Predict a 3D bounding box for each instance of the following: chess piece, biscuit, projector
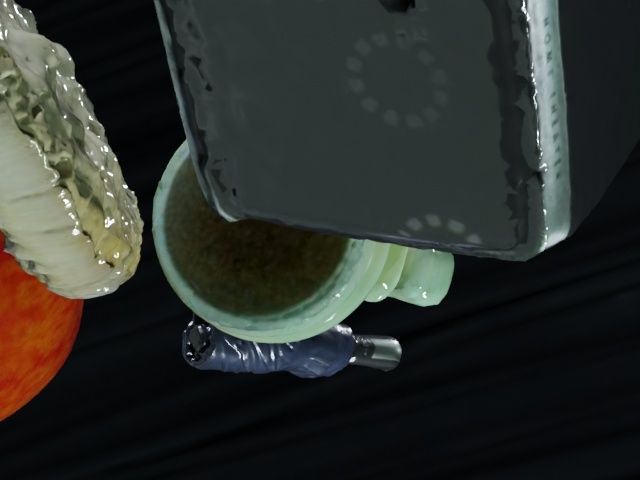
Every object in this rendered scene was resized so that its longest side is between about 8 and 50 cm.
[{"bbox_3d":[0.000,0.000,1.447,0.298,0.175,0.176,20,53,-73],"label":"chess piece"},{"bbox_3d":[-0.161,-0.054,1.060,0.179,0.084,0.281,59,-1,33],"label":"biscuit"},{"bbox_3d":[0.077,-0.256,1.025,0.405,0.242,0.395,-53,141,-45],"label":"projector"}]

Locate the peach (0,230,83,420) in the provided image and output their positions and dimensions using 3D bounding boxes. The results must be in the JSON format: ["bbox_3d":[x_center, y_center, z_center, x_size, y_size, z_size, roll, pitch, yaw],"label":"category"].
[{"bbox_3d":[-0.309,0.037,1.376,0.238,0.281,0.281,59,17,7],"label":"peach"}]

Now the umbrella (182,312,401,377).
[{"bbox_3d":[-0.016,0.083,1.623,0.248,0.071,0.071,4,65,-42],"label":"umbrella"}]
